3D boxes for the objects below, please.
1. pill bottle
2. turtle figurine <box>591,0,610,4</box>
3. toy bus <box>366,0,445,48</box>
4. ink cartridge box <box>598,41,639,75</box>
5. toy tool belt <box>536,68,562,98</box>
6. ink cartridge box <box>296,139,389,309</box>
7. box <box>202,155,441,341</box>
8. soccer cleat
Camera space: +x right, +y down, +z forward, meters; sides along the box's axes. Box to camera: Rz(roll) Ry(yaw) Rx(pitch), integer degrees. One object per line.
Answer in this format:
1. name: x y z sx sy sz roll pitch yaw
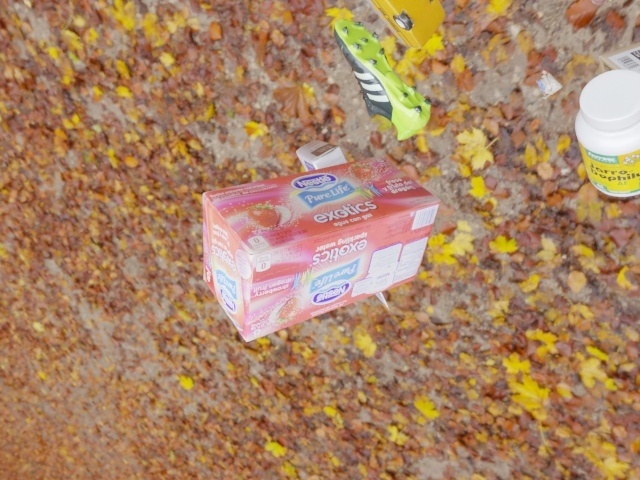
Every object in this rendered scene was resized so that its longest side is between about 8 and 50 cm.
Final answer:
1. pill bottle: 0.461 -0.162 0.823 0.118 0.117 0.208 2 158 34
2. turtle figurine: 0.687 -0.631 1.234 0.269 0.087 0.217 40 178 4
3. toy bus: 0.165 -0.604 1.264 0.333 0.108 0.130 33 -172 -40
4. ink cartridge box: 0.896 -0.450 1.438 0.193 0.234 0.088 -19 129 10
5. toy tool belt: 0.573 -0.398 1.366 0.052 0.083 0.051 24 125 -29
6. ink cartridge box: 0.057 -0.049 1.074 0.072 0.303 0.307 -30 105 -2
7. box: 0.000 0.000 0.753 0.142 0.300 0.154 46 140 39
8. soccer cleat: 0.070 -0.209 0.702 0.179 0.060 0.072 52 145 5
